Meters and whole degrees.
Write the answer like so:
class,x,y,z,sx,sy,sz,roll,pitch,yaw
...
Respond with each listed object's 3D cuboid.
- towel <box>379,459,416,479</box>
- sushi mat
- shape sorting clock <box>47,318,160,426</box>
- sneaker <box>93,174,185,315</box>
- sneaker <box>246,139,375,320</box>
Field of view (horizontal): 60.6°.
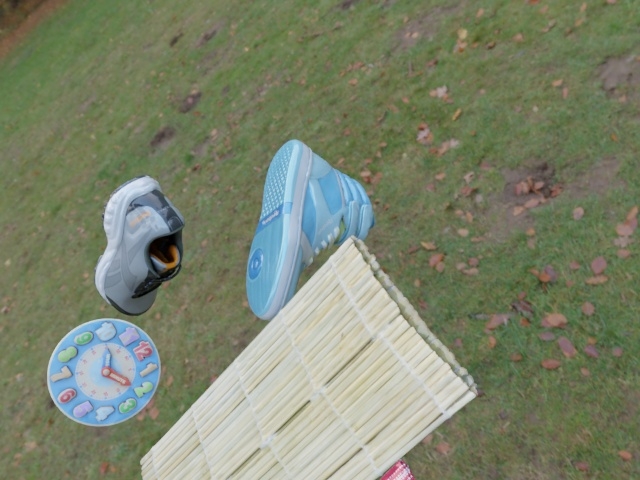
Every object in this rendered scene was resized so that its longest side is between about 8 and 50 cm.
class,x,y,z,sx,sy,sz,roll,pitch,yaw
towel,0.133,0.517,0.862,0.199,0.031,0.275,-50,33,8
sushi mat,-0.037,0.154,0.433,0.316,0.019,0.151,-48,57,20
shape sorting clock,-0.418,0.256,1.067,0.206,0.206,0.040,-59,14,-21
sneaker,-0.258,0.035,0.799,0.108,0.271,0.100,40,47,15
sneaker,0.000,0.000,0.933,0.127,0.208,0.318,-21,52,52
